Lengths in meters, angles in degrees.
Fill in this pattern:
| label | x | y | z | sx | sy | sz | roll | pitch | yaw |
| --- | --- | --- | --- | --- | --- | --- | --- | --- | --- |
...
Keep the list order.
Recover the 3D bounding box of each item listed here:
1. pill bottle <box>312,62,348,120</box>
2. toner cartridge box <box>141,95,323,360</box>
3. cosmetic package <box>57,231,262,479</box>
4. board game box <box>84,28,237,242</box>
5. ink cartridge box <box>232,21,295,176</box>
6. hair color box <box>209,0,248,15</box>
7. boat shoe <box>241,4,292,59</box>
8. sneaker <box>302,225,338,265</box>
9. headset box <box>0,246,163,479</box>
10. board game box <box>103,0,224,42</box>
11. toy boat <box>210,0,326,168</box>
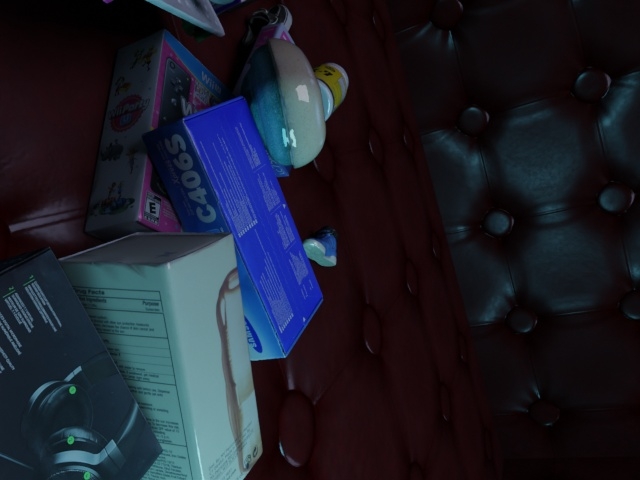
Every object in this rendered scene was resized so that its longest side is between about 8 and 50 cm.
| label | x | y | z | sx | sy | sz | roll | pitch | yaw |
| --- | --- | --- | --- | --- | --- | --- | --- | --- | --- |
| pill bottle | -0.001 | -0.377 | 1.304 | 0.119 | 0.119 | 0.208 | 66 | 27 | -23 |
| toner cartridge box | -0.110 | -0.018 | 0.746 | 0.165 | 0.075 | 0.348 | -49 | 123 | -57 |
| cosmetic package | -0.175 | 0.146 | 0.600 | 0.129 | 0.153 | 0.296 | -35 | 124 | -62 |
| board game box | -0.211 | -0.119 | 0.781 | 0.224 | 0.097 | 0.303 | 36 | 47 | -56 |
| ink cartridge box | -0.100 | -0.267 | 1.056 | 0.186 | 0.065 | 0.311 | 51 | 50 | -47 |
| hair color box | -0.226 | -0.607 | 0.963 | 0.339 | 0.110 | 0.185 | 64 | 27 | -22 |
| boat shoe | -0.121 | -0.479 | 1.153 | 0.070 | 0.078 | 0.219 | 54 | 35 | -41 |
| sneaker | -0.001 | 0.000 | 1.194 | 0.152 | 0.058 | 0.085 | 38 | 51 | -59 |
| headset box | -0.296 | 0.171 | 0.425 | 0.246 | 0.131 | 0.283 | 68 | 27 | -17 |
| board game box | -0.285 | -0.459 | 0.655 | 0.390 | 0.050 | 0.390 | 62 | 11 | -10 |
| toy boat | -0.088 | -0.281 | 0.816 | 0.267 | 0.148 | 0.318 | -108 | -173 | -60 |
